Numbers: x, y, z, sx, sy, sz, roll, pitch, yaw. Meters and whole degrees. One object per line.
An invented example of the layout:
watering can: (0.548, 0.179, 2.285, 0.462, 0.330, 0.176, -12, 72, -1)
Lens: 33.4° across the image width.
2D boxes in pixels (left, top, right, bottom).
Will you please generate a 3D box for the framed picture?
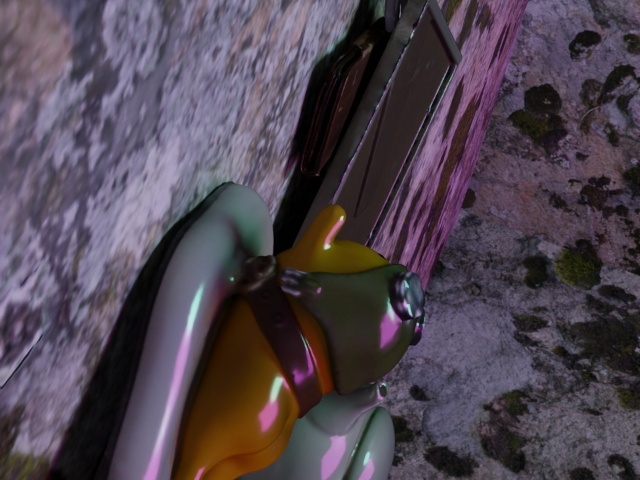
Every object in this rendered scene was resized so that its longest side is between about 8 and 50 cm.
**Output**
framed picture: (0.045, -0.058, 0.934, 0.289, 0.020, 0.211, -65, 166, 2)

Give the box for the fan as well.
fan: (-0.043, 0.065, 0.903, 0.226, 0.008, 0.152, -59, 159, -28)

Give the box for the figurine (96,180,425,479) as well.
figurine: (-0.021, 0.085, 0.624, 0.166, 0.141, 0.249, 81, 23, -64)

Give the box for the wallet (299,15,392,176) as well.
wallet: (0.023, -0.123, 0.867, 0.176, 0.026, 0.095, -55, 167, -59)

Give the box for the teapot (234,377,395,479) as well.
teapot: (-0.022, 0.269, 1.093, 0.220, 0.149, 0.318, 66, 45, -75)

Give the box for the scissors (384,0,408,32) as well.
scissors: (0.080, -0.247, 0.917, 0.189, 0.015, 0.100, -66, 155, -48)

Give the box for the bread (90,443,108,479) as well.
bread: (-0.140, 0.218, 0.659, 0.112, 0.036, 0.192, 75, 37, -76)
